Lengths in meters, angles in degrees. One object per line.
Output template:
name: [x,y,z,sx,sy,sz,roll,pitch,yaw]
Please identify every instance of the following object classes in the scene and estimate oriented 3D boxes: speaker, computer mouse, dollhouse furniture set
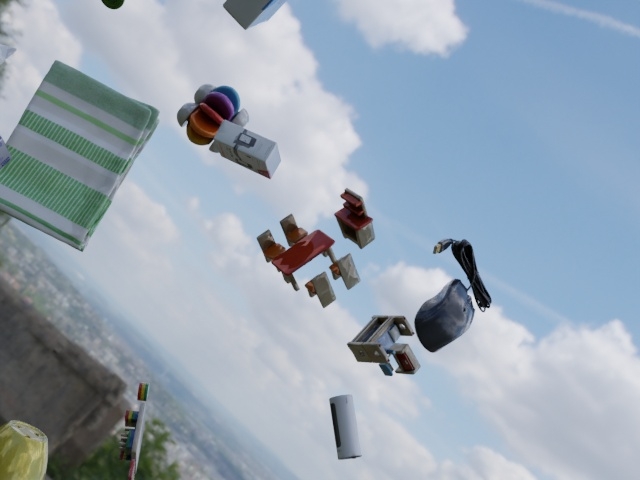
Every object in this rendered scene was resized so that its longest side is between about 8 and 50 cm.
speaker: [0.055,0.413,1.837,0.055,0.055,0.136,88,-6,-71]
computer mouse: [0.261,0.095,1.644,0.060,0.262,0.184,-17,-82,43]
dollhouse furniture set: [0.194,0.315,2.277,0.129,0.129,0.184,-6,-60,51]
dollhouse furniture set: [0.000,0.000,2.040,0.262,0.259,0.135,35,-26,47]

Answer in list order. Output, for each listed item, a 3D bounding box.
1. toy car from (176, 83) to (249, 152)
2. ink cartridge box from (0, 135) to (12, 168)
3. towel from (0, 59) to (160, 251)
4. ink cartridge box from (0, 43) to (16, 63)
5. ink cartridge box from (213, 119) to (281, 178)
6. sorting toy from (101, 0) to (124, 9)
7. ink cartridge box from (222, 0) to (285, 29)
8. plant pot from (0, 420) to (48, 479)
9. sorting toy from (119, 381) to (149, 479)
toy car: [-0.278,-0.336,2.196,0.159,0.182,0.136,38,-25,-3]
ink cartridge box: [-0.525,-0.159,1.264,0.097,0.046,0.207,46,-13,-10]
towel: [-0.497,-0.171,1.649,0.247,0.325,0.038,26,-13,-1]
ink cartridge box: [-0.658,-0.334,1.497,0.115,0.198,0.067,17,-45,18]
ink cartridge box: [-0.181,-0.226,2.071,0.150,0.063,0.109,25,-15,12]
sorting toy: [-0.372,-0.474,1.506,0.061,0.042,0.102,-5,-65,22]
ink cartridge box: [-0.083,-0.368,1.240,0.052,0.088,0.122,46,23,-8]
plant pot: [-0.497,0.349,1.347,0.134,0.095,0.134,28,-3,2]
sorting toy: [-0.468,0.495,2.058,0.046,0.275,0.132,8,-39,-7]
